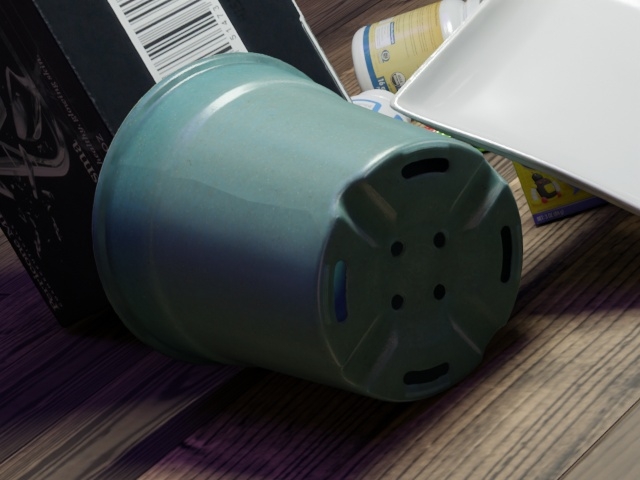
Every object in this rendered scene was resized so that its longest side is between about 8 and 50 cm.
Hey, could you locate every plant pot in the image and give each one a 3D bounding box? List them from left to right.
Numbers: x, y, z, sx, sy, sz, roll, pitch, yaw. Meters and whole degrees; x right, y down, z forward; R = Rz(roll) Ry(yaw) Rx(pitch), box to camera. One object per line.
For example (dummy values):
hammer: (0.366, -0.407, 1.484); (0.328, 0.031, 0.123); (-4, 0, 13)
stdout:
plant pot: (0.000, 0.000, 1.697); (0.341, 0.341, 0.334); (-33, 29, -26)

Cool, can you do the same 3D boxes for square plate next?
square plate: (0.304, -0.165, 1.731); (0.347, 0.049, 0.344); (25, 54, 25)

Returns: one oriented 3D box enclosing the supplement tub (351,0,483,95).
supplement tub: (0.160, -0.268, 2.481); (0.199, 0.144, 0.144); (-16, 20, 21)

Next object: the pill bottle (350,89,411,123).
pill bottle: (0.052, -0.117, 2.226); (0.124, 0.124, 0.221); (-15, 19, 24)

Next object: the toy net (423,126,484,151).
toy net: (0.198, -0.164, 2.315); (0.122, 0.045, 0.232); (-23, 17, 7)

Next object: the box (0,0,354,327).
box: (-0.251, -0.192, 2.062); (0.297, 0.480, 0.472); (-32, 4, -27)

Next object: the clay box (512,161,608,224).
clay box: (0.261, -0.141, 1.884); (0.127, 0.222, 0.053); (-18, 17, 16)
